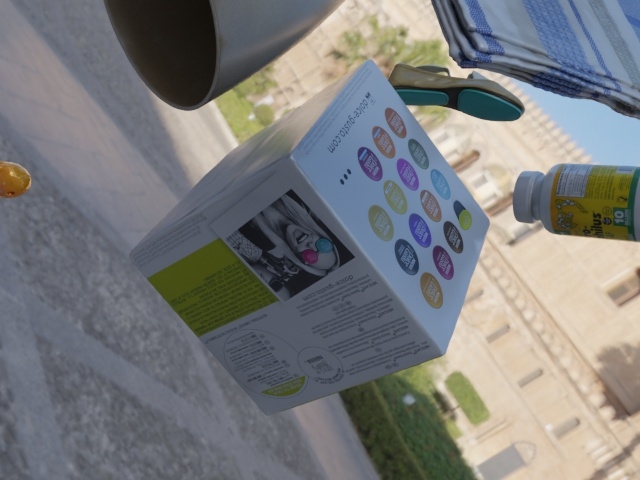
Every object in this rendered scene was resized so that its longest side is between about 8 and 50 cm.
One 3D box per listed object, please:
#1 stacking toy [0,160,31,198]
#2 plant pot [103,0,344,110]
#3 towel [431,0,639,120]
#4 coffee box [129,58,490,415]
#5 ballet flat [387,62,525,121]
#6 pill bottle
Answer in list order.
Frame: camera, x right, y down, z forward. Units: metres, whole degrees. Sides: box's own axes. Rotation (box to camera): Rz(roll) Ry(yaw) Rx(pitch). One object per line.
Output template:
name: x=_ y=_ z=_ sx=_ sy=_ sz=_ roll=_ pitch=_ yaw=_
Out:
stacking toy: x=-0.506 y=-0.069 z=0.984 sx=0.175 sy=0.302 sz=0.165 roll=73 pitch=13 yaw=-59
plant pot: x=-0.091 y=-0.324 z=0.975 sx=0.256 sy=0.274 sz=0.256 roll=34 pitch=-42 yaw=37
towel: x=0.209 y=-0.197 z=0.697 sx=0.285 sy=0.034 sz=0.209 roll=9 pitch=52 yaw=-27
coffee box: x=0.000 y=0.000 z=1.177 sx=0.334 sy=0.338 sz=0.337 roll=52 pitch=37 yaw=-15
ballet flat: x=0.223 y=-0.253 z=1.300 sx=0.080 sy=0.232 sz=0.073 roll=91 pitch=10 yaw=-66
pill bottle: x=0.419 y=-0.062 z=1.249 sx=0.209 sy=0.117 sz=0.117 roll=7 pitch=-34 yaw=33
